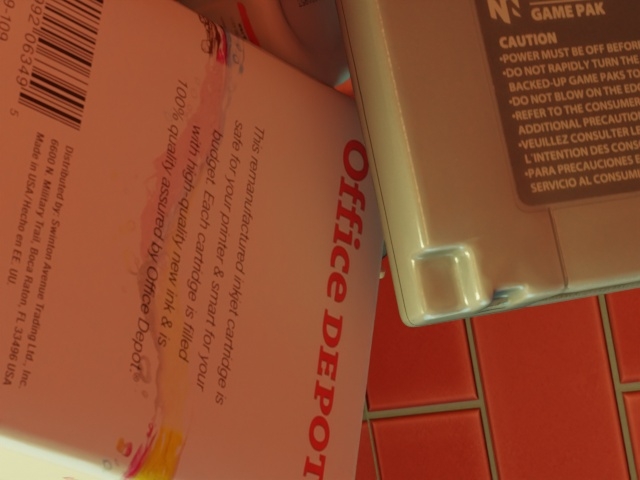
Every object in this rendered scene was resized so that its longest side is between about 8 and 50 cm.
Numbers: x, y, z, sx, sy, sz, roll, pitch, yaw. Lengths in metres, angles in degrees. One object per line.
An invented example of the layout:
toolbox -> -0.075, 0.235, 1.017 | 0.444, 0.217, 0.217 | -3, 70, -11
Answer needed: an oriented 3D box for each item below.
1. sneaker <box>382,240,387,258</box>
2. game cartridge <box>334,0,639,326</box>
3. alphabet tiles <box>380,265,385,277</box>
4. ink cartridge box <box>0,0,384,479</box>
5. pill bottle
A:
sneaker -> 0.000, 0.000, 1.387 | 0.224, 0.083, 0.098 | -12, 180, -37
game cartridge -> 0.151, -0.080, 0.744 | 0.297, 0.198, 0.062 | -8, 168, -23
alphabet tiles -> -0.087, -0.002, 1.711 | 0.278, 0.021, 0.284 | 7, -164, -26
ink cartridge box -> -0.134, 0.009, 0.697 | 0.197, 0.198, 0.270 | -13, 151, 43
pill bottle -> -0.064, -0.098, 0.803 | 0.160, 0.087, 0.087 | -11, 176, 35
